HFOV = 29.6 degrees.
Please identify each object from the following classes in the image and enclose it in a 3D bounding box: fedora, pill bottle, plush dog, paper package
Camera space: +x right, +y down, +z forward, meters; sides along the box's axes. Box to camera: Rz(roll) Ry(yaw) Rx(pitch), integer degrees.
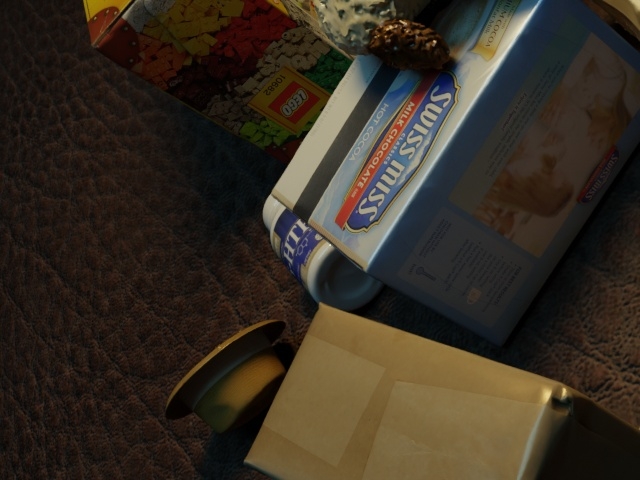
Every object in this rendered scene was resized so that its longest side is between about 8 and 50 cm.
[{"bbox_3d":[-0.105,0.184,1.541,0.194,0.194,0.079,-46,74,20],"label":"fedora"},{"bbox_3d":[0.000,0.000,1.538,0.112,0.112,0.186,-55,37,9],"label":"pill bottle"},{"bbox_3d":[0.066,-0.292,1.222,0.262,0.211,0.225,57,133,50],"label":"plush dog"},{"bbox_3d":[0.150,0.210,1.060,0.325,0.309,0.168,14,76,52],"label":"paper package"}]

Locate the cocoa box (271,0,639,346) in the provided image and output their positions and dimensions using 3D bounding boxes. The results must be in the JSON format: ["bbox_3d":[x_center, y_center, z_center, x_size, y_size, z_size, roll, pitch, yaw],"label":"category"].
[{"bbox_3d":[0.161,-0.107,1.316,0.347,0.231,0.228,-57,36,5],"label":"cocoa box"}]

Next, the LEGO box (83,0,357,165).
[{"bbox_3d":[-0.153,-0.387,1.753,0.193,0.372,0.500,-43,41,22],"label":"LEGO box"}]

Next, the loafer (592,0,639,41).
[{"bbox_3d":[0.371,-0.249,1.285,0.102,0.092,0.268,-52,54,15],"label":"loafer"}]
